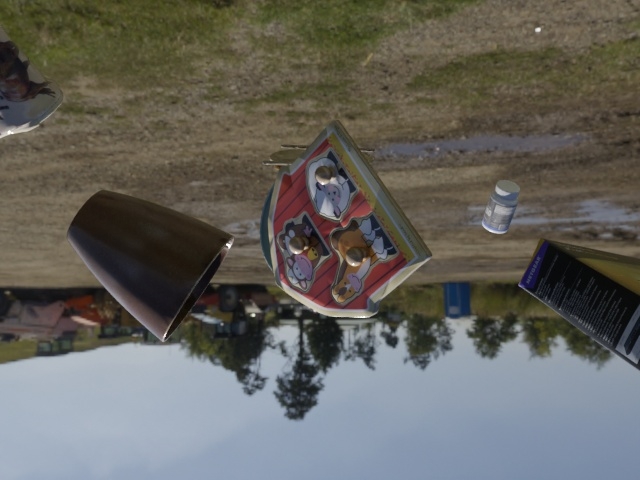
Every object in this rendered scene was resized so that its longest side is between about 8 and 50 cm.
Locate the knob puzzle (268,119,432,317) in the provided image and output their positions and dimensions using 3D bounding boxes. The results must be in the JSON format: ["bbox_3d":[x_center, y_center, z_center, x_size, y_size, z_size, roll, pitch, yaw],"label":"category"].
[{"bbox_3d":[0.000,0.000,0.621,0.213,0.213,0.030,-6,-173,43],"label":"knob puzzle"}]

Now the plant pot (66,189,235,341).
[{"bbox_3d":[-0.302,0.021,1.000,0.230,0.215,0.215,33,170,-2],"label":"plant pot"}]

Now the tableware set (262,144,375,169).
[{"bbox_3d":[0.001,-0.138,1.072,0.194,0.039,0.128,5,-155,13],"label":"tableware set"}]

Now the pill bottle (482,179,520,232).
[{"bbox_3d":[0.512,-0.096,1.650,0.078,0.137,0.078,5,-144,-4],"label":"pill bottle"}]

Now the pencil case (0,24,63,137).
[{"bbox_3d":[-0.548,-0.320,0.787,0.183,0.160,0.410,17,149,48],"label":"pencil case"}]

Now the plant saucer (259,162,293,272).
[{"bbox_3d":[-0.016,-0.030,0.847,0.195,0.195,0.037,7,-172,-42],"label":"plant saucer"}]

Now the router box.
[{"bbox_3d":[0.466,0.100,0.781,0.308,0.081,0.243,9,-160,-29],"label":"router box"}]
